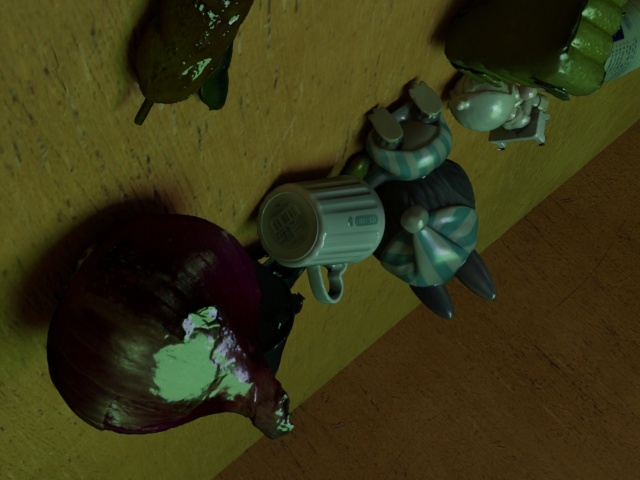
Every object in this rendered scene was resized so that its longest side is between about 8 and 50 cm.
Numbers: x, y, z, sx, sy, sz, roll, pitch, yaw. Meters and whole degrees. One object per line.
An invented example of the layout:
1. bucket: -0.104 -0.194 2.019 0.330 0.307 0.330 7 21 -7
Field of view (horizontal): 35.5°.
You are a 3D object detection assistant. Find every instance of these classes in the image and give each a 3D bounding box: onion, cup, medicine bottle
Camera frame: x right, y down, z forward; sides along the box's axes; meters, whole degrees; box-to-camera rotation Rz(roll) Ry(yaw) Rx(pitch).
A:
1. onion: -0.193 0.153 1.445 0.348 0.385 0.348 -53 177 -4
2. cup: 0.010 -0.010 1.802 0.167 0.221 0.202 -35 166 30
3. medicine bottle: 0.580 -0.428 2.145 0.332 0.190 0.190 -24 154 -49

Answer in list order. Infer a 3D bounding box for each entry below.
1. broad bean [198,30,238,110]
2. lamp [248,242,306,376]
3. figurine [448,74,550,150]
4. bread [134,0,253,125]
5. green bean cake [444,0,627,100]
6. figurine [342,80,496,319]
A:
1. broad bean: -0.120 -0.241 1.253 0.069 0.039 0.227 -36 162 -43
2. lamp: -0.168 0.177 1.836 0.374 0.205 0.272 -41 162 -48
3. figurine: 0.350 -0.271 2.049 0.257 0.182 0.144 15 99 -41
4. bread: -0.129 -0.255 1.122 0.124 0.084 0.344 -20 151 -52
5. green bean cake: 0.391 -0.404 1.727 0.202 0.285 0.310 17 96 -45
6. figurine: 0.234 -0.055 1.930 0.266 0.377 0.361 -38 163 -20
